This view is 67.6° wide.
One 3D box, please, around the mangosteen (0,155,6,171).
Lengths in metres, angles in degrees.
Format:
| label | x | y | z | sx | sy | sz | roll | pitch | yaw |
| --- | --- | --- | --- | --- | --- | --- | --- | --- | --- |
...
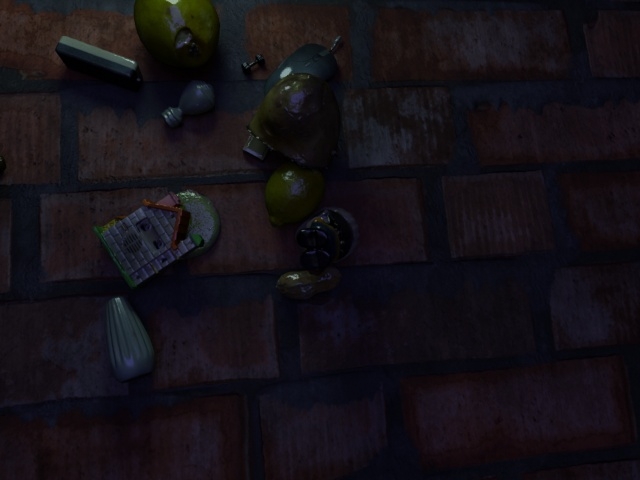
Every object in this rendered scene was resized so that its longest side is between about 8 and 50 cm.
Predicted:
| label | x | y | z | sx | sy | sz | roll | pitch | yaw |
| --- | --- | --- | --- | --- | --- | --- | --- | --- | --- |
| mangosteen | -1.087 | -0.186 | 1.338 | 0.293 | 0.297 | 0.297 | 35 | 74 | -40 |

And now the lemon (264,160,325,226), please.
| label | x | y | z | sx | sy | sz | roll | pitch | yaw |
| --- | --- | --- | --- | --- | --- | --- | --- | --- | --- |
| lemon | -0.086 | -0.151 | 1.516 | 0.184 | 0.184 | 0.248 | 34 | 74 | -1 |

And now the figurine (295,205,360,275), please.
| label | x | y | z | sx | sy | sz | roll | pitch | yaw |
| --- | --- | --- | --- | --- | --- | --- | --- | --- | --- |
| figurine | 0.029 | -0.002 | 1.437 | 0.204 | 0.332 | 0.185 | -7 | 99 | -4 |

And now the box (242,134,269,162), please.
| label | x | y | z | sx | sy | sz | roll | pitch | yaw |
| --- | --- | --- | --- | --- | --- | --- | --- | --- | --- |
| box | -0.208 | -0.316 | 1.602 | 0.079 | 0.035 | 0.083 | 28 | 77 | -2 |

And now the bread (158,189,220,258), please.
| label | x | y | z | sx | sy | sz | roll | pitch | yaw |
| --- | --- | --- | --- | --- | --- | --- | --- | --- | --- |
| bread | -0.434 | -0.054 | 1.528 | 0.228 | 0.033 | 0.228 | 1 | 81 | -6 |

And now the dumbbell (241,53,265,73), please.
| label | x | y | z | sx | sy | sz | roll | pitch | yaw |
| --- | --- | --- | --- | --- | --- | --- | --- | --- | --- |
| dumbbell | -0.231 | -0.608 | 1.646 | 0.083 | 0.040 | 0.036 | -36 | 56 | -12 |

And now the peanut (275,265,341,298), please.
| label | x | y | z | sx | sy | sz | roll | pitch | yaw |
| --- | --- | --- | --- | --- | --- | --- | --- | --- | --- |
| peanut | -0.034 | 0.134 | 1.527 | 0.214 | 0.099 | 0.099 | -13 | 83 | -16 |

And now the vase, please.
| label | x | y | z | sx | sy | sz | roll | pitch | yaw |
| --- | --- | --- | --- | --- | --- | --- | --- | --- | --- |
| vase | -0.574 | 0.287 | 1.411 | 0.128 | 0.128 | 0.248 | -19 | 76 | -11 |

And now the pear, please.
| label | x | y | z | sx | sy | sz | roll | pitch | yaw |
| --- | --- | --- | --- | --- | --- | --- | --- | --- | --- |
| pear | -0.455 | -0.688 | 1.526 | 0.269 | 0.269 | 0.321 | -33 | 68 | -12 |

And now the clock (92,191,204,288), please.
| label | x | y | z | sx | sy | sz | roll | pitch | yaw |
| --- | --- | --- | --- | --- | --- | --- | --- | --- | --- |
| clock | -0.506 | -0.013 | 1.450 | 0.255 | 0.106 | 0.220 | -33 | 87 | -1 |

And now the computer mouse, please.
| label | x | y | z | sx | sy | sz | roll | pitch | yaw |
| --- | --- | --- | --- | --- | --- | --- | --- | --- | --- |
| computer mouse | -0.045 | -0.594 | 1.647 | 0.167 | 0.090 | 0.379 | 40 | 76 | -1 |

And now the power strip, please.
| label | x | y | z | sx | sy | sz | roll | pitch | yaw |
| --- | --- | --- | --- | --- | --- | --- | --- | --- | --- |
| power strip | -0.701 | -0.565 | 1.539 | 0.257 | 0.105 | 0.070 | 20 | 79 | -5 |

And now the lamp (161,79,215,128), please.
| label | x | y | z | sx | sy | sz | roll | pitch | yaw |
| --- | --- | --- | --- | --- | --- | --- | --- | --- | --- |
| lamp | -0.430 | -0.447 | 1.565 | 0.193 | 0.106 | 0.106 | -37 | 87 | -2 |

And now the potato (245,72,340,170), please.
| label | x | y | z | sx | sy | sz | roll | pitch | yaw |
| --- | --- | --- | --- | --- | --- | --- | --- | --- | --- |
| potato | -0.044 | -0.388 | 1.469 | 0.301 | 0.289 | 0.237 | 31 | 116 | 3 |
